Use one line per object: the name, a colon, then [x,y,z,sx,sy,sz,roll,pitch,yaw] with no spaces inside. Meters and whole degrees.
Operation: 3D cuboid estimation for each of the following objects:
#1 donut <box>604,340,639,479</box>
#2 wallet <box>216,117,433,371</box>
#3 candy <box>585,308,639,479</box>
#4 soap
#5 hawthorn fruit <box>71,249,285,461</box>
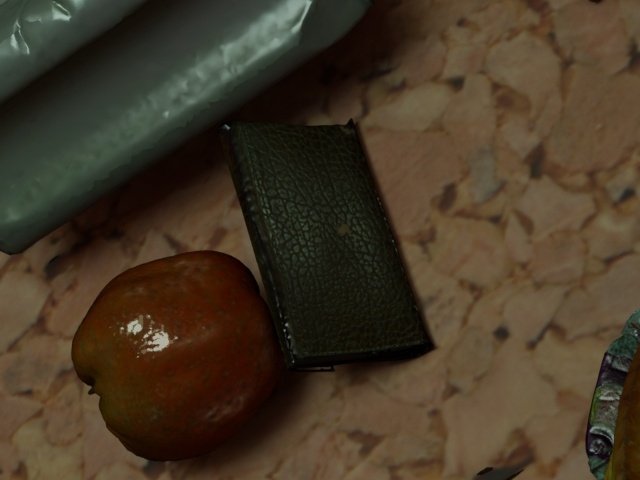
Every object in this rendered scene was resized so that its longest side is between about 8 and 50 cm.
donut: [0.335,0.230,1.037,0.435,0.378,0.163,45,135,34]
wallet: [0.000,0.000,1.461,0.039,0.133,0.243,120,139,-51]
candy: [0.231,0.133,1.313,0.045,0.043,0.175,11,76,22]
soap: [-0.185,-0.239,1.545,0.435,0.213,0.350,-33,39,15]
hawthorn fruit: [-0.120,0.094,1.448,0.189,0.189,0.189,-11,66,26]
